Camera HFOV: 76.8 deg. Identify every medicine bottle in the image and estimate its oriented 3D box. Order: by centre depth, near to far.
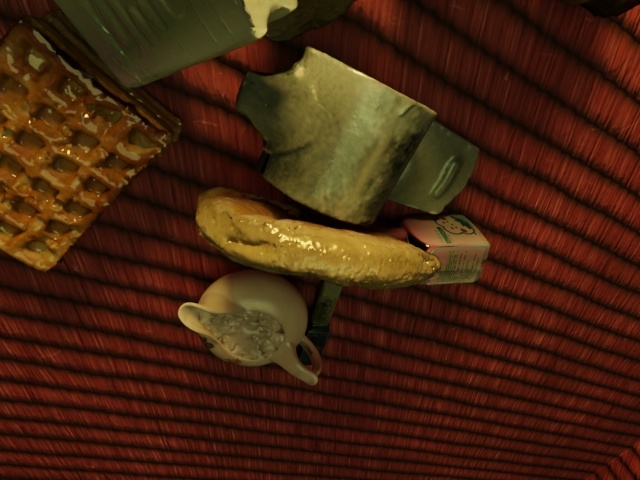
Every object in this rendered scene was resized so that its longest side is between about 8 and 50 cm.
[{"bbox_3d":[0.190,0.016,0.733,0.188,0.119,0.094,-2,124,-11],"label":"medicine bottle"}]

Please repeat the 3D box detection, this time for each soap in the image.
[{"bbox_3d":[-0.158,-0.251,0.398,0.150,0.262,0.094,53,57,-38],"label":"soap"}]

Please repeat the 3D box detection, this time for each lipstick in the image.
[{"bbox_3d":[0.007,0.127,0.813,0.051,0.051,0.312,8,121,-15],"label":"lipstick"}]

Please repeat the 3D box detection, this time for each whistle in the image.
[{"bbox_3d":[0.075,-0.139,0.599,0.405,0.188,0.168,-2,126,-52],"label":"whistle"}]

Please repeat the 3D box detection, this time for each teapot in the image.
[{"bbox_3d":[-0.116,0.157,0.748,0.298,0.139,0.204,29,110,-22],"label":"teapot"}]

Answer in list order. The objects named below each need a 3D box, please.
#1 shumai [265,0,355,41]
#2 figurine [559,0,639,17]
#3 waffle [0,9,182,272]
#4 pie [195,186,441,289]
[{"bbox_3d":[-0.028,-0.333,0.451,0.201,0.201,0.120,-25,85,6],"label":"shumai"},{"bbox_3d":[0.254,-0.357,0.433,0.365,0.206,0.217,3,98,-15],"label":"figurine"},{"bbox_3d":[-0.366,-0.117,0.544,0.308,0.091,0.213,-38,123,16],"label":"waffle"},{"bbox_3d":[0.000,0.000,0.554,0.338,0.337,0.075,14,99,-20],"label":"pie"}]
